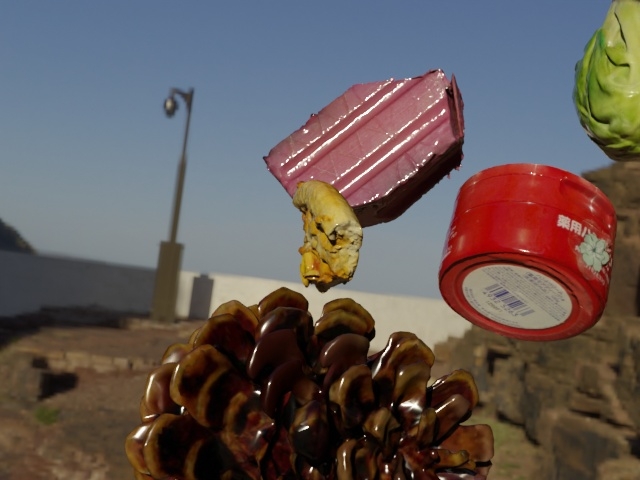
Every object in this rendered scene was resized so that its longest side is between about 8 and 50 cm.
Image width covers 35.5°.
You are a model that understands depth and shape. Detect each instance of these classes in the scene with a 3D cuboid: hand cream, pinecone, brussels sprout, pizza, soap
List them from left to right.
[{"bbox_3d":[-0.004,0.156,0.745,0.246,0.246,0.292,9,-10,-36],"label":"pinecone"},{"bbox_3d":[0.000,0.000,1.273,0.062,0.161,0.182,-9,32,-15],"label":"pizza"},{"bbox_3d":[0.083,-0.132,1.423,0.182,0.289,0.112,51,2,21],"label":"soap"},{"bbox_3d":[0.270,0.021,1.314,0.230,0.149,0.230,15,-31,9],"label":"hand cream"},{"bbox_3d":[0.416,-0.211,1.308,0.161,0.223,0.223,14,-3,-5],"label":"brussels sprout"}]
